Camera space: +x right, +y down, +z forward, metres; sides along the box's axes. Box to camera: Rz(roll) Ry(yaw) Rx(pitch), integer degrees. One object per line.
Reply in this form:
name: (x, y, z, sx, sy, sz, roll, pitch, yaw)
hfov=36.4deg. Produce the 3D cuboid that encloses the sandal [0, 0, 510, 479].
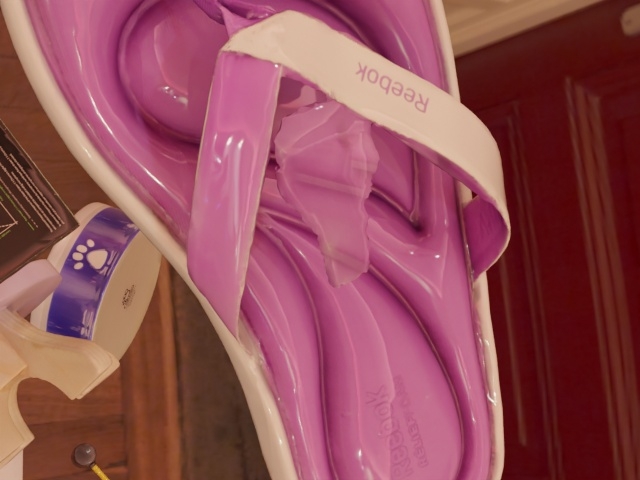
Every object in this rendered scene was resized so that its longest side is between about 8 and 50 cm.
sandal: (0.013, -0.008, 0.408, 0.169, 0.102, 0.416, -32, 121, -12)

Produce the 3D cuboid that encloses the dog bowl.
dog bowl: (-0.357, 0.077, 1.579, 0.104, 0.265, 0.265, 18, 63, 7)

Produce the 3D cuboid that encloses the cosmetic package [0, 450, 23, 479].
cosmetic package: (-0.636, 0.448, 1.483, 0.377, 0.097, 0.284, -3, 98, -52)

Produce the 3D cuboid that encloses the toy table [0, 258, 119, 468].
toy table: (-0.361, 0.149, 1.113, 0.161, 0.252, 0.274, 49, 44, 1)

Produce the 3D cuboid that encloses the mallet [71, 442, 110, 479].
mallet: (-0.338, 0.405, 1.594, 0.190, 0.062, 0.039, 44, 65, 7)

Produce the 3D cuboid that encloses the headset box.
headset box: (-0.377, 0.007, 0.865, 0.283, 0.246, 0.131, -37, 107, -11)
